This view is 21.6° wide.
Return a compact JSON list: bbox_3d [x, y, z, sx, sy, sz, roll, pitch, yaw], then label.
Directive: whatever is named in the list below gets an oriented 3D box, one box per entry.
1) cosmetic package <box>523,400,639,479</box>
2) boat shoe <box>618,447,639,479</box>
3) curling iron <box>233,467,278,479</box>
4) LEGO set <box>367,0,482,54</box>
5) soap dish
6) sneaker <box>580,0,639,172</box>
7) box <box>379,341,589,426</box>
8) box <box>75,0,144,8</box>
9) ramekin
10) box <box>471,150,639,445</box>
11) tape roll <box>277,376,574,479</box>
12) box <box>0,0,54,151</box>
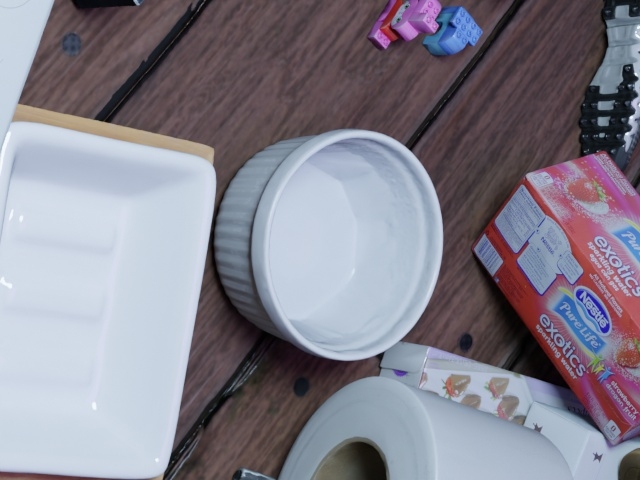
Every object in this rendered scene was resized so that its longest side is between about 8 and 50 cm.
[{"bbox_3d":[0.275,0.377,1.744,0.284,0.097,0.377,17,96,-36],"label":"cosmetic package"},{"bbox_3d":[0.367,0.333,1.668,0.098,0.109,0.302,-19,110,-28],"label":"boat shoe"},{"bbox_3d":[0.020,0.281,1.609,0.274,0.035,0.068,37,72,-35],"label":"curling iron"},{"bbox_3d":[0.155,-0.258,1.619,0.087,0.093,0.227,43,69,-33],"label":"LEGO set"},{"bbox_3d":[-0.212,0.046,1.346,0.229,0.118,0.290,10,89,-39],"label":"soap dish"},{"bbox_3d":[0.344,-0.177,1.789,0.106,0.078,0.234,13,85,-36],"label":"sneaker"},{"bbox_3d":[0.195,0.168,1.718,0.324,0.067,0.063,19,84,-37],"label":"box"},{"bbox_3d":[-0.133,-0.339,1.376,0.261,0.103,0.184,-45,117,-26],"label":"box"},{"bbox_3d":[0.000,0.000,1.515,0.207,0.109,0.207,-5,98,-39],"label":"ramekin"},{"bbox_3d":[0.285,0.054,1.650,0.123,0.128,0.257,-17,62,-36],"label":"box"},{"bbox_3d":[0.086,0.258,1.483,0.169,0.246,0.246,23,81,-30],"label":"tape roll"},{"bbox_3d":[-0.337,-0.145,1.192,0.215,0.168,0.345,24,80,-37],"label":"box"}]
